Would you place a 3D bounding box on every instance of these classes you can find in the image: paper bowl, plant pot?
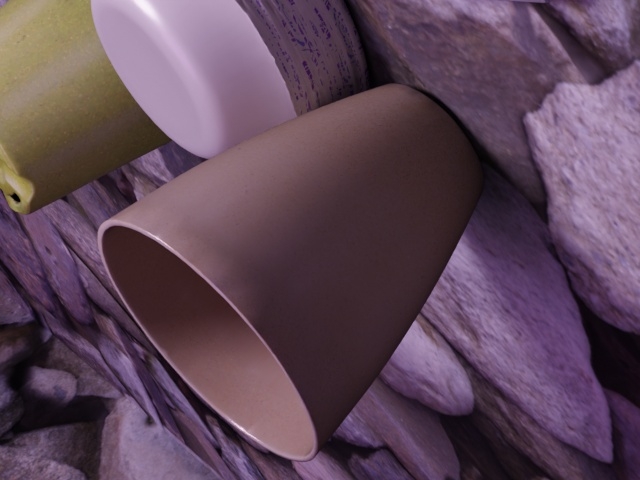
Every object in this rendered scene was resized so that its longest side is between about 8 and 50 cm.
[{"bbox_3d":[-0.097,-0.187,1.699,0.284,0.148,0.284,45,159,22],"label":"paper bowl"},{"bbox_3d":[-0.256,-0.167,1.952,0.276,0.254,0.276,46,161,21],"label":"plant pot"},{"bbox_3d":[0.000,0.000,1.575,0.256,0.274,0.256,40,157,21],"label":"plant pot"}]

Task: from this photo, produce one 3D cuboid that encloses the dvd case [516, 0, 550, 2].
[{"bbox_3d":[0.046,-0.255,1.303,0.238,0.029,0.179,44,168,-26],"label":"dvd case"}]
